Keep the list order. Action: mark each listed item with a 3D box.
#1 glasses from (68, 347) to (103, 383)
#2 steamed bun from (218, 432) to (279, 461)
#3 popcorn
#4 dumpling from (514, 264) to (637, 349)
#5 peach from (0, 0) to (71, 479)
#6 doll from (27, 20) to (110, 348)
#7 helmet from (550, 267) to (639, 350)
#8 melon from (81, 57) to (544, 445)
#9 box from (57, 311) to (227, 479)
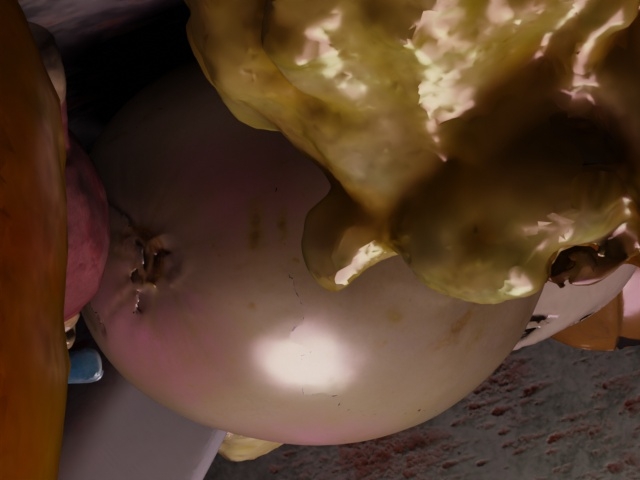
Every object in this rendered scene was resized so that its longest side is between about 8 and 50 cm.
[{"bbox_3d":[-0.210,0.130,0.923,0.220,0.088,0.189,-20,180,11],"label":"glasses"},{"bbox_3d":[-0.012,0.054,1.517,0.232,0.166,0.273,-32,174,7],"label":"steamed bun"},{"bbox_3d":[0.088,-0.099,0.740,0.286,0.252,0.215,-11,-151,-20],"label":"popcorn"},{"bbox_3d":[0.118,-0.042,1.287,0.293,0.204,0.163,-40,152,-30],"label":"dumpling"},{"bbox_3d":[-0.248,0.039,0.468,0.388,0.388,0.388,-18,170,-3],"label":"peach"},{"bbox_3d":[-0.225,0.002,0.874,0.256,0.152,0.196,-28,148,-18],"label":"doll"},{"bbox_3d":[0.203,0.004,1.457,0.198,0.130,0.224,14,151,16],"label":"helmet"},{"bbox_3d":[0.000,0.000,1.062,0.223,0.223,0.317,-24,171,29],"label":"melon"},{"bbox_3d":[-0.146,0.107,1.165,0.190,0.112,0.370,-25,-158,33],"label":"box"}]
